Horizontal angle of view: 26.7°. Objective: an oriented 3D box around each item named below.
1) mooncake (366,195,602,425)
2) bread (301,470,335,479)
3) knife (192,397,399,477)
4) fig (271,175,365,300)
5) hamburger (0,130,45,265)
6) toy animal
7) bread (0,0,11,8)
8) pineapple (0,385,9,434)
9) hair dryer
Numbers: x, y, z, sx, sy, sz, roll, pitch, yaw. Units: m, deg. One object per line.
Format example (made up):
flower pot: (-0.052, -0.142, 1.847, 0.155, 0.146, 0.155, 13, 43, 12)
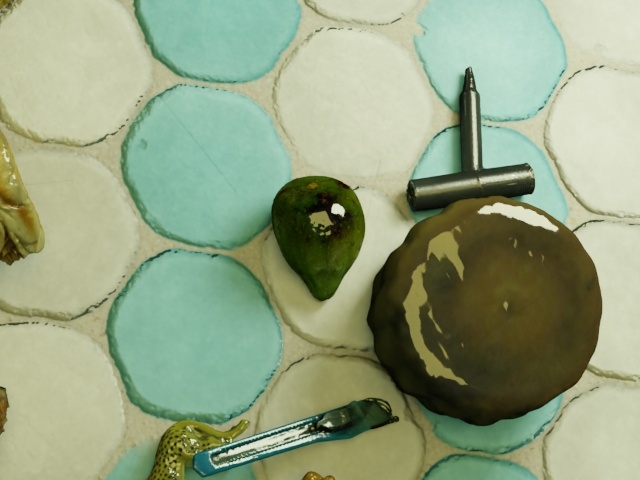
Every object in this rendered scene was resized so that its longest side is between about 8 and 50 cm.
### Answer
mooncake: (0.203, 0.095, 1.729, 0.290, 0.161, 0.290, 3, 78, -12)
bread: (-0.016, 0.324, 1.675, 0.046, 0.081, 0.083, 35, 40, 8)
knife: (-0.026, 0.244, 1.680, 0.296, 0.026, 0.044, -13, 76, -32)
fig: (0.000, 0.000, 1.752, 0.123, 0.123, 0.156, -12, 118, -14)
hamburger: (-0.410, -0.066, 1.625, 0.108, 0.214, 0.214, -22, 82, -19)
toy animal: (-0.176, 0.283, 1.656, 0.136, 0.073, 0.181, 23, 72, -3)
bread: (-0.489, -0.407, 1.727, 0.227, 0.142, 0.253, -21, 79, -14)
pineapple: (-0.437, 0.260, 1.602, 0.108, 0.108, 0.198, 14, 86, -8)
hair dryer: (0.187, -0.141, 1.846, 0.173, 0.050, 0.195, -9, 74, -14)
